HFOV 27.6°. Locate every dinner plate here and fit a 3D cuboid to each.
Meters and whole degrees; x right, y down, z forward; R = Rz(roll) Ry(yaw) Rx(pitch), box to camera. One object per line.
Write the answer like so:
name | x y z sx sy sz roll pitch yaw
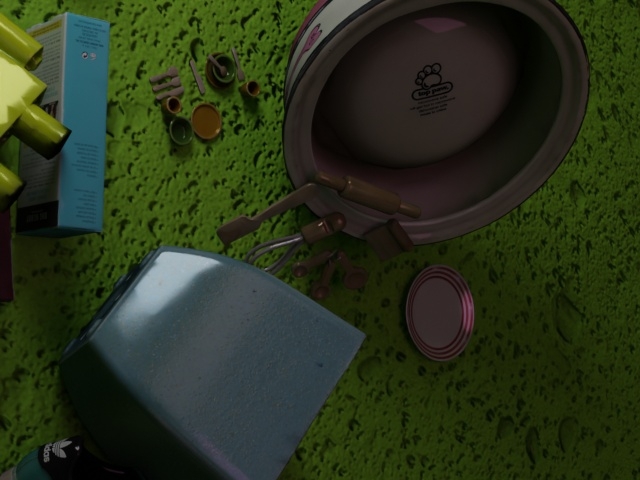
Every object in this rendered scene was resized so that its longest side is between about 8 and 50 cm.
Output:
dinner plate | 0.172 0.105 1.903 0.141 0.017 0.141 4 83 -38

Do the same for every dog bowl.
dog bowl | 0.133 -0.194 1.691 0.408 0.408 0.150 28 26 -34

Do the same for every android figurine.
android figurine | -0.406 -0.154 1.373 0.273 0.056 0.248 39 57 -5

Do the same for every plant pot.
plant pot | -0.150 0.149 1.500 0.252 0.247 0.248 40 61 -9

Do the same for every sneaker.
sneaker | -0.218 0.335 1.471 0.302 0.121 0.108 46 21 -26

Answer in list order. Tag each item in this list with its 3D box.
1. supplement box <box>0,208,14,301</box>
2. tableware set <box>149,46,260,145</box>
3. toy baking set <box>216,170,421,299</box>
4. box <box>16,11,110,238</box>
supplement box | -0.447 0.005 1.367 0.239 0.073 0.130 1 85 -39
tableware set | -0.142 -0.184 1.669 0.154 0.024 0.104 -26 102 -39
toy baking set | 0.005 -0.005 1.687 0.256 0.197 0.030 23 29 -32
box | -0.293 -0.128 1.489 0.060 0.100 0.244 6 82 -40
